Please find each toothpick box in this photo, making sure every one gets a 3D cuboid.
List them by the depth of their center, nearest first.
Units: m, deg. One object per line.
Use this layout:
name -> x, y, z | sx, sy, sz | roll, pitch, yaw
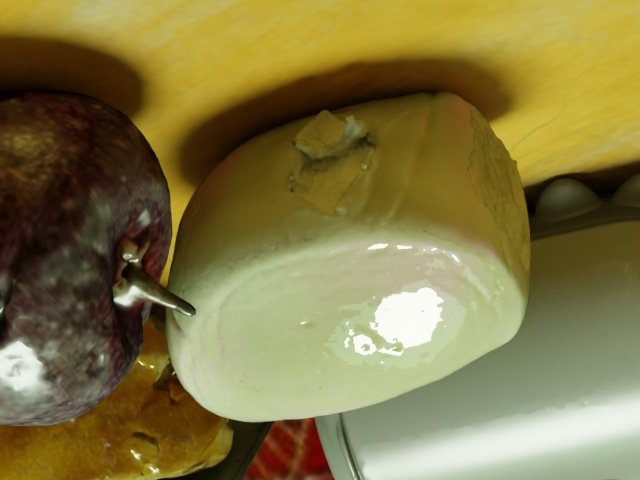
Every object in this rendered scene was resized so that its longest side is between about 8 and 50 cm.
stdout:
toothpick box -> 0.161, 0.071, 1.279 | 0.316, 0.229, 0.229 | -15, 160, 17

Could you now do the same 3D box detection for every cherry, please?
cherry -> -0.176, 0.009, 0.994 | 0.195, 0.195, 0.195 | -6, 161, -2

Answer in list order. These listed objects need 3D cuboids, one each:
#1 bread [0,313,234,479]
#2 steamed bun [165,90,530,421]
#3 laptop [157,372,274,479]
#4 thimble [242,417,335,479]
bread -> -0.238, 0.120, 1.309 | 0.344, 0.149, 0.195 | -6, 179, -43
steamed bun -> 0.000, 0.000, 1.076 | 0.239, 0.170, 0.152 | -18, 135, 25
laptop -> -0.107, 0.168, 1.449 | 0.187, 0.269, 0.015 | -21, 114, 36
thimble -> 0.020, 0.241, 1.670 | 0.350, 0.230, 0.350 | -7, 159, -3
